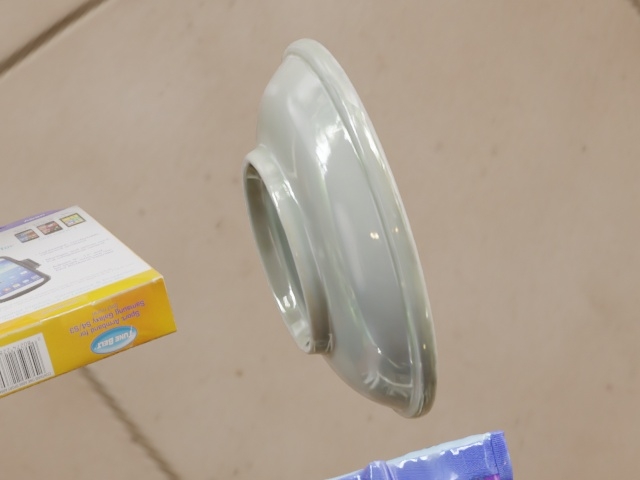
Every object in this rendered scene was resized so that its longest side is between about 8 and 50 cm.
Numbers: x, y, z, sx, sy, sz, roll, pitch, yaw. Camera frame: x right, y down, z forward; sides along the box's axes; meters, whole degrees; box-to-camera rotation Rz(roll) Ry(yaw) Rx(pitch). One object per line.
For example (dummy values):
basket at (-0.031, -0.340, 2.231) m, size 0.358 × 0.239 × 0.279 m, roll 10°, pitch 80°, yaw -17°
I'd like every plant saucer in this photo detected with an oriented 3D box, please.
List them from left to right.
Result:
plant saucer at (0.000, 0.000, 1.945) m, size 0.101 × 0.400 × 0.400 m, roll -17°, pitch 115°, yaw -11°

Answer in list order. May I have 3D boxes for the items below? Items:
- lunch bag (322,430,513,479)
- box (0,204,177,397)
lunch bag at (0.037, 0.243, 1.536) m, size 0.221 × 0.138 × 0.293 m, roll -13°, pitch 155°, yaw -8°
box at (-0.118, 0.021, 0.788) m, size 0.081 × 0.136 × 0.028 m, roll -20°, pitch 109°, yaw -17°
